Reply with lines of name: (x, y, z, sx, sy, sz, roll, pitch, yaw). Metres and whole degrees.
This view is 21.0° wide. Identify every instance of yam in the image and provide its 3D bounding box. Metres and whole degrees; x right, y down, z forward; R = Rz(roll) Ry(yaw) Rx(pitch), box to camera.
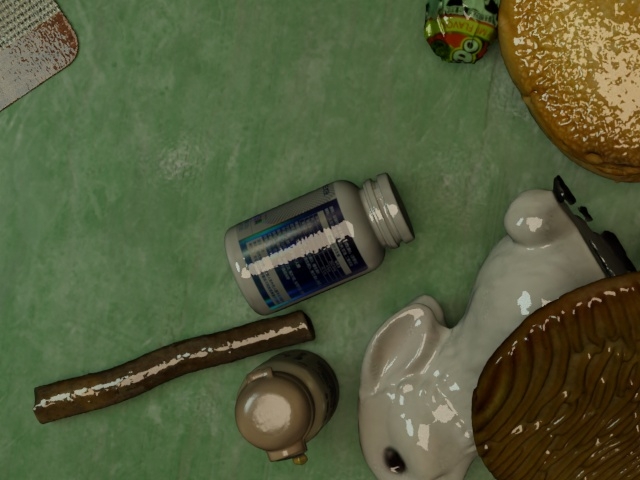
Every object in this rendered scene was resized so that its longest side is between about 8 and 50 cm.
yam: (-0.166, 0.140, 1.932, 0.326, 0.045, 0.045, -17, 110, 7)

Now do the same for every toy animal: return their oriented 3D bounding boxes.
toy animal: (0.177, 0.119, 1.827, 0.357, 0.194, 0.258, -34, 98, 15)

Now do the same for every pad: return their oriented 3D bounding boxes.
pad: (-0.465, -0.231, 1.950, 0.323, 0.055, 0.250, -32, 88, -10)

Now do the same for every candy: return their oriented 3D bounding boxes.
candy: (0.165, -0.340, 1.866, 0.083, 0.091, 0.305, 11, 81, -26)

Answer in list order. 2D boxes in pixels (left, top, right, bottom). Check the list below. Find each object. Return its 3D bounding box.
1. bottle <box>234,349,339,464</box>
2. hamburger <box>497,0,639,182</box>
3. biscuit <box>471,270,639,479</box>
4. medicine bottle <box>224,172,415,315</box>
bottle: (-0.037, 0.179, 1.833, 0.097, 0.209, 0.110, -19, 90, 8)
hamburger: (0.339, -0.211, 1.790, 0.289, 0.170, 0.314, -29, 89, 10)
biscuit: (0.304, 0.157, 1.732, 0.317, 0.040, 0.318, -6, 129, -7)
medicine bottle: (0.000, 0.000, 1.873, 0.191, 0.107, 0.107, -24, 89, 7)
